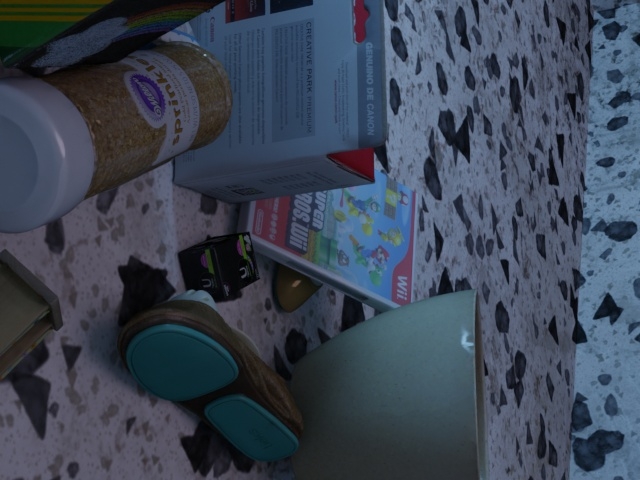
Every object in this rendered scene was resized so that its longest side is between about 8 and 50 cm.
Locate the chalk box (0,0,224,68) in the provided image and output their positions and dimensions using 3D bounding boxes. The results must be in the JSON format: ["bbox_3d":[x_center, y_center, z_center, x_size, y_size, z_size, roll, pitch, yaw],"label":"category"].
[{"bbox_3d":[-0.125,-0.275,0.787,0.179,0.289,0.180,64,21,-2],"label":"chalk box"}]

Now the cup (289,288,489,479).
[{"bbox_3d":[0.090,0.230,1.313,0.331,0.237,0.331,-2,90,-79],"label":"cup"}]

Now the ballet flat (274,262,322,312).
[{"bbox_3d":[0.000,0.000,1.408,0.080,0.073,0.232,60,36,-38],"label":"ballet flat"}]

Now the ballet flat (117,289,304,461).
[{"bbox_3d":[-0.118,0.130,1.133,0.342,0.116,0.124,48,23,-49],"label":"ballet flat"}]

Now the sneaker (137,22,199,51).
[{"bbox_3d":[-0.199,-0.245,1.102,0.191,0.071,0.082,14,62,-67],"label":"sneaker"}]

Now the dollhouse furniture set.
[{"bbox_3d":[-0.325,0.068,0.804,0.161,0.101,0.182,42,69,4],"label":"dollhouse furniture set"}]

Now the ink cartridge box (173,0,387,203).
[{"bbox_3d":[-0.024,-0.217,1.195,0.130,0.272,0.309,20,67,-60],"label":"ink cartridge box"}]

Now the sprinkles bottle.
[{"bbox_3d":[-0.200,-0.109,0.953,0.355,0.121,0.121,-44,123,-66],"label":"sprinkles bottle"}]

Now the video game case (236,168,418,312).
[{"bbox_3d":[0.019,-0.033,1.375,0.285,0.025,0.204,27,54,-32],"label":"video game case"}]

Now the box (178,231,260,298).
[{"bbox_3d":[-0.117,0.030,1.198,0.083,0.052,0.062,-27,107,-60],"label":"box"}]
